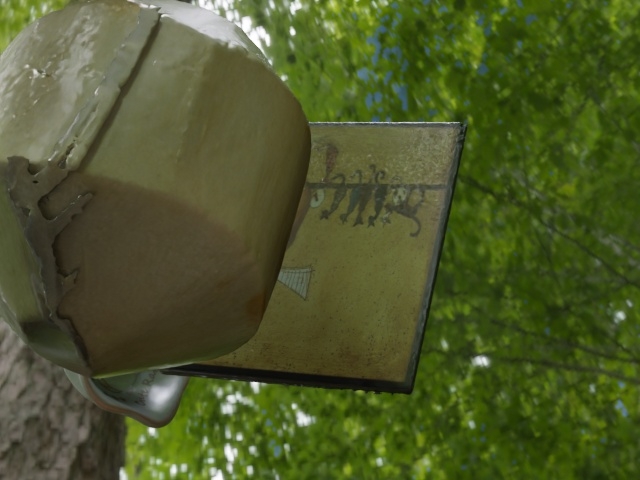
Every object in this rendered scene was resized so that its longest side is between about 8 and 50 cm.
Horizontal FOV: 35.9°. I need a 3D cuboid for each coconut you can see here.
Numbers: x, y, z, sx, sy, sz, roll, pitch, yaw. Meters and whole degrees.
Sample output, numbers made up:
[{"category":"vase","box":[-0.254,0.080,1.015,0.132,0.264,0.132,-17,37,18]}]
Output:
[{"category":"coconut","box":[-0.163,-0.033,0.812,0.322,0.323,0.323,-5,-57,-7]}]

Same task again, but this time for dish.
[{"category":"dish","box":[-0.252,0.123,1.172,0.081,0.229,0.229,-23,-55,24]}]

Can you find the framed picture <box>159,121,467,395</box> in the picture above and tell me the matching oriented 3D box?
[{"category":"framed picture","box":[0.000,0.000,1.008,0.255,0.339,0.014,3,-38,19]}]
